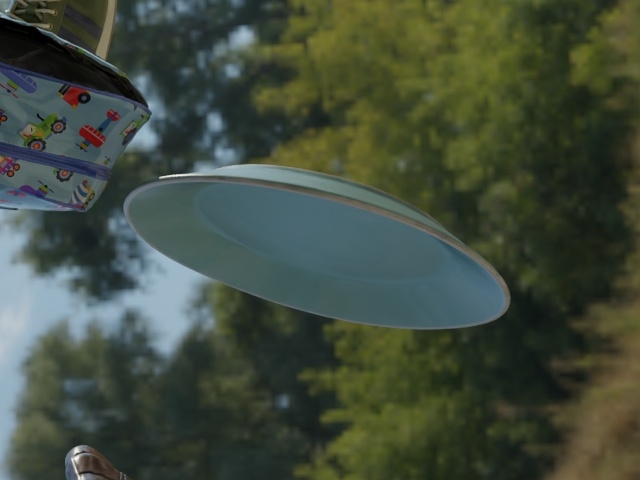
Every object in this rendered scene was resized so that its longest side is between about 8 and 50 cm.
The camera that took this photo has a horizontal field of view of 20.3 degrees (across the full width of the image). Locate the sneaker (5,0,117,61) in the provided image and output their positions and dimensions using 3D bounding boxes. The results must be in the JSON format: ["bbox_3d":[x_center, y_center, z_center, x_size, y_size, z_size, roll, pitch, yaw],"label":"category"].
[{"bbox_3d":[-0.198,-0.142,1.274,0.086,0.064,0.192,-26,-50,-53],"label":"sneaker"}]

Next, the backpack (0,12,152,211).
[{"bbox_3d":[-0.179,-0.059,0.886,0.158,0.173,0.117,18,91,67],"label":"backpack"}]

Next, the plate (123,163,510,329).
[{"bbox_3d":[0.000,0.000,0.848,0.188,0.188,0.024,54,-132,-64],"label":"plate"}]

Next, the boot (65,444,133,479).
[{"bbox_3d":[-0.113,0.178,1.086,0.037,0.106,0.114,-54,18,6],"label":"boot"}]
